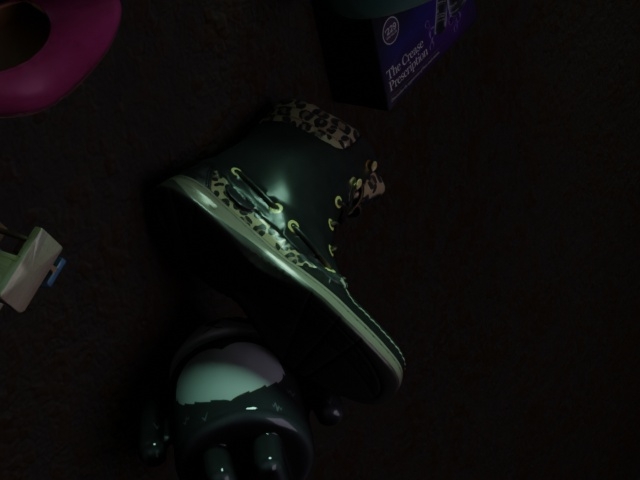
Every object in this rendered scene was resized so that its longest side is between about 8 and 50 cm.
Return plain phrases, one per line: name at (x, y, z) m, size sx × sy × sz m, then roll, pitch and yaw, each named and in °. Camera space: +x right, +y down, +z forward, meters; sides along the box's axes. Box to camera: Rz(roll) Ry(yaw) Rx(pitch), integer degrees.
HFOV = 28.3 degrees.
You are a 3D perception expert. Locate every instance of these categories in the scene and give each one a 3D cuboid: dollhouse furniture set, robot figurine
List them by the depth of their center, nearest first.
dollhouse furniture set at (-0.330, 0.053, 1.216) m, size 0.129 × 0.184 × 0.129 m, roll -62°, pitch 146°, yaw -19°
robot figurine at (-0.101, 0.216, 1.568) m, size 0.209 × 0.278 × 0.173 m, roll 19°, pitch 120°, yaw -23°

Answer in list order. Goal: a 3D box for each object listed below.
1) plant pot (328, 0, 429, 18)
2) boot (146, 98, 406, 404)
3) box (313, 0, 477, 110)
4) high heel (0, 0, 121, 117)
plant pot at (0.086, -0.456, 1.559) m, size 0.293 × 0.293 × 0.235 m, roll -53°, pitch 126°, yaw -30°
boot at (0.000, 0.000, 1.591) m, size 0.284 × 0.377 × 0.138 m, roll -48°, pitch 175°, yaw -44°
box at (0.111, -0.335, 1.807) m, size 0.261 × 0.103 × 0.184 m, roll -48°, pitch 137°, yaw -35°
high heel at (-0.332, -0.191, 1.154) m, size 0.377 × 0.127 × 0.181 m, roll -42°, pitch 146°, yaw -36°
